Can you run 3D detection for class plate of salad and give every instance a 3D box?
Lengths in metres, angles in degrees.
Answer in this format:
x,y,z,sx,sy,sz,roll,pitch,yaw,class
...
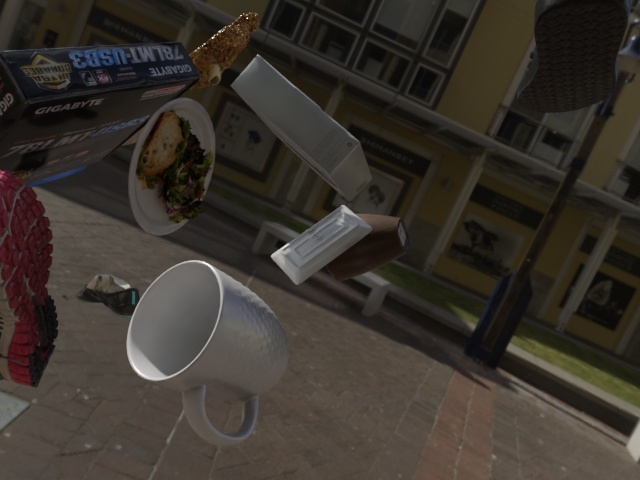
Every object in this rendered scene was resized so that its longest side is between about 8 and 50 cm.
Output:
x,y,z,sx,sy,sz,roll,pitch,yaw,class
-0.197,-0.100,0.731,0.048,0.200,0.200,17,5,16,plate of salad

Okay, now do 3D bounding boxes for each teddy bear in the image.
x,y,z,sx,sy,sz,roll,pitch,yaw,class
-0.301,-0.584,1.601,0.113,0.245,0.338,49,36,-21,teddy bear

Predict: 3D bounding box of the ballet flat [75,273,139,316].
x,y,z,sx,sy,sz,roll,pitch,yaw,class
-0.608,0.149,1.486,0.280,0.096,0.095,8,-1,35,ballet flat

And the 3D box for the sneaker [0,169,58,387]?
x,y,z,sx,sy,sz,roll,pitch,yaw,class
-0.374,0.058,0.575,0.112,0.299,0.121,9,33,-13,sneaker

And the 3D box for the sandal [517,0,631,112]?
x,y,z,sx,sy,sz,roll,pitch,yaw,class
0.449,-0.339,0.908,0.167,0.107,0.446,7,-6,17,sandal

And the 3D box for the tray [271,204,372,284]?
x,y,z,sx,sy,sz,roll,pitch,yaw,class
0.000,0.000,1.447,0.145,0.270,0.030,42,-18,40,tray

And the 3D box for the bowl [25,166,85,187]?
x,y,z,sx,sy,sz,roll,pitch,yaw,class
-0.935,-0.218,1.615,0.391,0.077,0.391,-11,19,4,bowl

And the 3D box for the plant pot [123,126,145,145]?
x,y,z,sx,sy,sz,roll,pitch,yaw,class
-0.367,-0.254,1.026,0.096,0.109,0.109,-13,80,-66,plant pot

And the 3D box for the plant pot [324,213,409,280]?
x,y,z,sx,sy,sz,roll,pitch,yaw,class
0.148,0.004,1.594,0.230,0.215,0.215,-11,-10,26,plant pot

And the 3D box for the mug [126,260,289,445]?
x,y,z,sx,sy,sz,roll,pitch,yaw,class
-0.228,0.278,1.187,0.328,0.276,0.374,42,31,-47,mug

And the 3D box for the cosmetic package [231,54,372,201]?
x,y,z,sx,sy,sz,roll,pitch,yaw,class
-0.024,-0.239,1.197,0.284,0.097,0.377,45,4,10,cosmetic package

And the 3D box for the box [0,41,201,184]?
x,y,z,sx,sy,sz,roll,pitch,yaw,class
-0.364,-0.169,0.730,0.073,0.293,0.295,61,34,-8,box
